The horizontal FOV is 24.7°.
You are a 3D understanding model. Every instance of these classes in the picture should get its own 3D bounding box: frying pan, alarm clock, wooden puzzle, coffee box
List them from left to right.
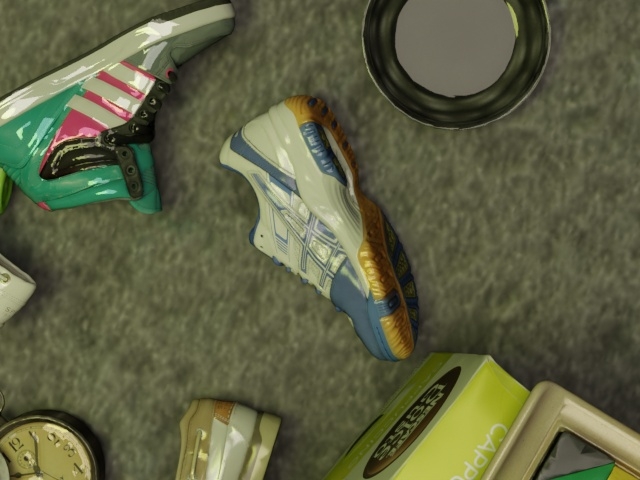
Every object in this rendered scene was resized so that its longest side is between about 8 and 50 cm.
[{"bbox_3d":[-0.308,0.231,1.564,0.129,0.064,0.192,-38,94,4],"label":"alarm clock"},{"bbox_3d":[0.110,-0.270,1.522,0.197,0.053,0.326,-29,94,2],"label":"frying pan"},{"bbox_3d":[0.152,0.337,1.402,0.338,0.334,0.337,40,84,-1],"label":"coffee box"},{"bbox_3d":[0.232,0.267,1.224,0.239,0.044,0.221,32,82,-1],"label":"wooden puzzle"}]

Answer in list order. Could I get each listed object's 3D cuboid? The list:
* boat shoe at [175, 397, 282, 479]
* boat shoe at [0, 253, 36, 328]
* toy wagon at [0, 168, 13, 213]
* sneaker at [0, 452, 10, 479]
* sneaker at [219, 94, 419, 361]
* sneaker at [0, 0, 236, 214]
[{"bbox_3d":[-0.137,0.314,1.548,0.103,0.113,0.302,19,83,1],"label":"boat shoe"},{"bbox_3d":[-0.396,-0.031,1.468,0.096,0.098,0.277,-41,101,4],"label":"boat shoe"},{"bbox_3d":[-0.479,0.016,1.553,0.267,0.068,0.344,11,95,1],"label":"toy wagon"},{"bbox_3d":[-0.463,0.211,1.470,0.297,0.129,0.111,16,93,-2],"label":"sneaker"},{"bbox_3d":[0.000,0.000,1.535,0.131,0.112,0.296,-24,91,20],"label":"sneaker"},{"bbox_3d":[-0.191,-0.118,1.509,0.296,0.124,0.178,-28,96,0],"label":"sneaker"}]
